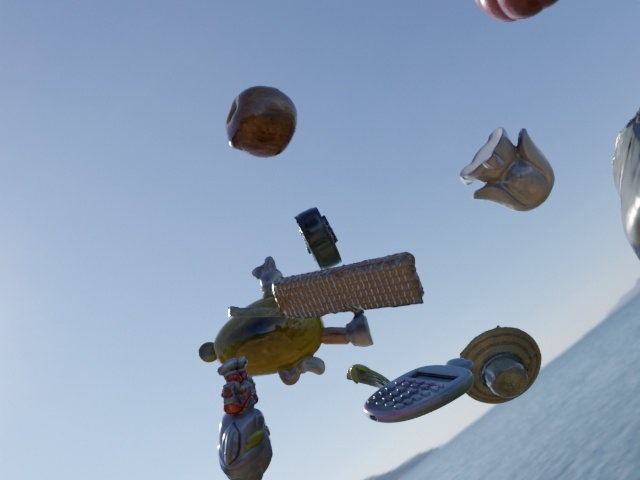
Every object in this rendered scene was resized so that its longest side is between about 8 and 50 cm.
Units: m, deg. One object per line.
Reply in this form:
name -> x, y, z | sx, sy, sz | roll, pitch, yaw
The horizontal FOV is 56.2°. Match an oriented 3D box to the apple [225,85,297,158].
apple -> -0.172, -0.343, 1.741 | 0.188, 0.211, 0.211 | 15, -49, -25

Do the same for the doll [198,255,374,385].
doll -> -0.067, 0.205, 1.547 | 0.161, 0.424, 0.347 | 79, -154, -55

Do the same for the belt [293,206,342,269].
belt -> 0.000, 0.000, 2.092 | 0.116, 0.206, 0.267 | -26, -33, -1

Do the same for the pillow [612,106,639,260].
pillow -> 0.473, -0.091, 0.892 | 0.255, 0.059, 0.169 | -63, -31, -48

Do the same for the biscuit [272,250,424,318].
biscuit -> 0.044, 0.094, 1.174 | 0.379, 0.094, 0.054 | -15, 10, 44

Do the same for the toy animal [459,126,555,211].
toy animal -> 0.622, -0.204, 1.936 | 0.271, 0.265, 0.206 | -51, 7, 7

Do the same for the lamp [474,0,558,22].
lamp -> 0.324, -0.441, 0.959 | 0.182, 0.182, 0.140 | -41, -60, 8

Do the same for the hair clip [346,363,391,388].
hair clip -> 0.142, 0.377, 1.629 | 0.033, 0.189, 0.060 | -25, -65, -38

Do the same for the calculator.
calculator -> 0.225, 0.324, 1.303 | 0.299, 0.041, 0.186 | -17, 4, -36

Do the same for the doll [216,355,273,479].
doll -> -0.102, 0.242, 0.777 | 0.079, 0.180, 0.094 | -9, -4, 20

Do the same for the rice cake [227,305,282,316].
rice cake -> -0.139, 0.153, 1.284 | 0.121, 0.022, 0.022 | 5, -15, -27

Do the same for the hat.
hat -> 0.509, 0.369, 1.647 | 0.252, 0.252, 0.110 | -42, 17, 9
